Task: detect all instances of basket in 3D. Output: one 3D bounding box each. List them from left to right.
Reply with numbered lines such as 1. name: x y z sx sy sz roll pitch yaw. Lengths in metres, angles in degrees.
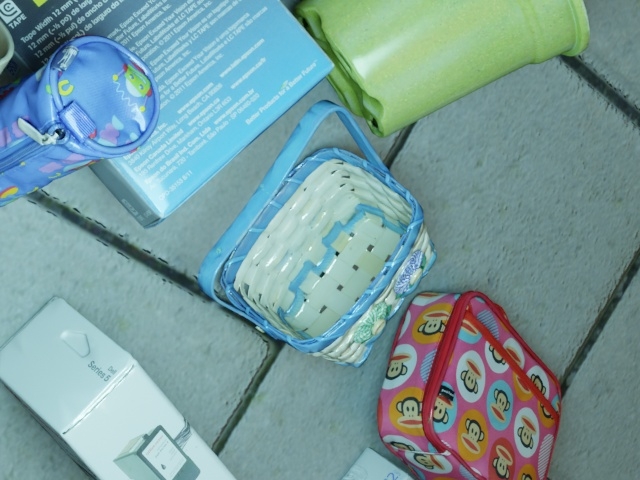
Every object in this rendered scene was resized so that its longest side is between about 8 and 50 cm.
1. basket: 0.000 0.000 2.082 0.255 0.201 0.289 -55 140 -4

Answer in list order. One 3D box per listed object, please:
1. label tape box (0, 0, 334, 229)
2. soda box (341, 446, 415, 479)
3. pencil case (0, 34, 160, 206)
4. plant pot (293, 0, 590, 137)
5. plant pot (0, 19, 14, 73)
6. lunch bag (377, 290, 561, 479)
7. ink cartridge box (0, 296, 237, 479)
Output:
1. label tape box: -0.195 -0.223 1.876 0.249 0.115 0.348 -42 94 -15
2. soda box: 0.023 0.415 2.348 0.286 0.091 0.098 -51 132 -8
3. pencil case: -0.288 -0.100 1.750 0.119 0.306 0.133 57 46 -14
4. plant pot: 0.119 -0.258 2.050 0.254 0.276 0.276 -34 127 -6
5. plant pot: -0.456 -0.115 1.685 0.256 0.256 0.274 12 117 -40
6. lunch bag: 0.201 0.202 2.354 0.293 0.120 0.258 47 51 -40
7. ink cartridge box: -0.219 0.215 2.009 0.115 0.198 0.273 -45 129 -12
